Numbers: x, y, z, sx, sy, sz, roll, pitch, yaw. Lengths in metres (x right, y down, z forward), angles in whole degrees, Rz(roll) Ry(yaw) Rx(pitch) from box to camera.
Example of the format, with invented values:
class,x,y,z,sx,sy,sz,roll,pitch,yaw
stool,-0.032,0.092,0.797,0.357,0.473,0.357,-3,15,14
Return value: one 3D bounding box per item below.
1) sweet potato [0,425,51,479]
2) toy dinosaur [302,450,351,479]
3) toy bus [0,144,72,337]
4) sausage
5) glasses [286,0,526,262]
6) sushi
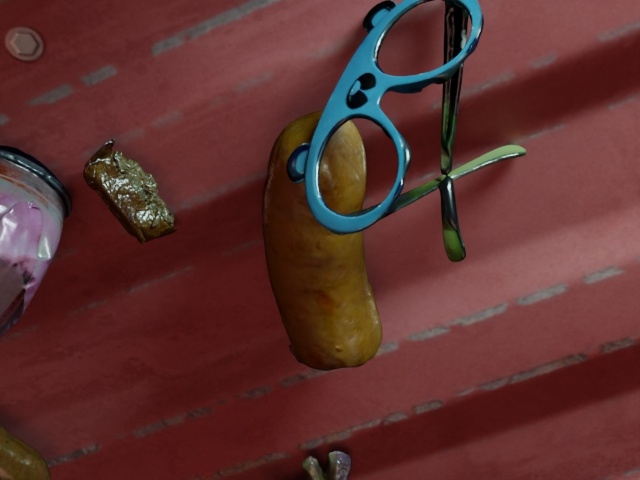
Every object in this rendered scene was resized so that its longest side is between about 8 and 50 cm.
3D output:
class,x,y,z,sx,sy,sz,roll,pitch,yaw
sweet potato,-0.462,0.203,1.526,0.355,0.095,0.106,19,166,-4
toy dinosaur,-0.014,0.351,1.609,0.200,0.072,0.251,-16,113,5
toy bus,-0.365,0.049,1.383,0.128,0.147,0.303,31,124,-23
sausage,0.000,-0.001,1.332,0.109,0.109,0.270,0,127,6
glasses,0.106,-0.086,1.221,0.207,0.102,0.239,30,80,-25
sushi,-0.179,-0.043,1.347,0.120,0.055,0.052,52,160,-19
